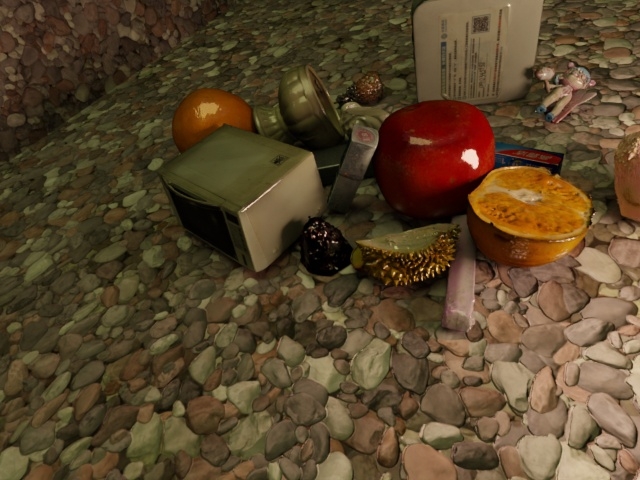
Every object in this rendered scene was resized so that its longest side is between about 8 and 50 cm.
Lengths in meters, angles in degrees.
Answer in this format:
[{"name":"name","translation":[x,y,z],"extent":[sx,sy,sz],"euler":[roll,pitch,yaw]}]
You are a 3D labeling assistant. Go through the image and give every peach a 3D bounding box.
[{"name":"peach","translation":[0.120,0.049,1.147],"extent":[0.077,0.050,0.083],"euler":[-37,32,13]}]

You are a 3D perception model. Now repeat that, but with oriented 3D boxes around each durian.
[{"name":"durian","translation":[0.228,0.033,1.066],"extent":[0.249,0.183,0.138],"euler":[-16,83,24]}]

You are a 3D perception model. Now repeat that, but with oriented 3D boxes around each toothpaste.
[{"name":"toothpaste","translation":[0.533,-0.240,1.293],"extent":[0.320,0.076,0.066],"euler":[20,52,31]}]

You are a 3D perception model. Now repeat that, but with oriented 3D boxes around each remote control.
[{"name":"remote control","translation":[0.147,-0.470,1.668],"extent":[0.078,0.042,0.221],"euler":[-25,45,-10]}]

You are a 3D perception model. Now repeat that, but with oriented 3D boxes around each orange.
[{"name":"orange","translation":[0.472,-0.062,1.012],"extent":[0.274,0.274,0.310],"euler":[6,4,23]},{"name":"orange","translation":[-0.369,-0.384,1.560],"extent":[0.312,0.312,0.312],"euler":[-9,44,9]}]

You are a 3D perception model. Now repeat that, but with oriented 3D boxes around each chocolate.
[{"name":"chocolate","translation":[0.000,0.000,1.178],"extent":[0.156,0.133,0.156],"euler":[-10,45,10]}]

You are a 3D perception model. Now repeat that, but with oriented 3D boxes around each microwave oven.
[{"name":"microwave oven","translation":[-0.232,-0.131,1.298],"extent":[0.394,0.247,0.333],"euler":[26,57,35]}]

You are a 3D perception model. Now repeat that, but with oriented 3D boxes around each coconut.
[{"name":"coconut","translation":[0.801,-0.141,1.005],"extent":[0.233,0.245,0.233],"euler":[-9,6,1]}]

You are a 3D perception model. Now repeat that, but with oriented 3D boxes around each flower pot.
[{"name":"flower pot","translation":[-0.080,-0.431,1.536],"extent":[0.244,0.307,0.307],"euler":[-23,41,17]}]

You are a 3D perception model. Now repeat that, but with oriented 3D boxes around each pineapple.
[{"name":"pineapple","translation":[0.154,-0.598,1.762],"extent":[0.197,0.108,0.108],"euler":[-19,42,15]}]

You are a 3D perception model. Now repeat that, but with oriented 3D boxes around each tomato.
[{"name":"tomato","translation":[0.305,-0.220,1.201],"extent":[0.325,0.293,0.290],"euler":[-7,28,-1]}]

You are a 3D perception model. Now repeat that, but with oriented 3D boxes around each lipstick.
[{"name":"lipstick","translation":[0.084,-0.189,1.232],"extent":[0.076,0.290,0.077],"euler":[13,54,-5]}]

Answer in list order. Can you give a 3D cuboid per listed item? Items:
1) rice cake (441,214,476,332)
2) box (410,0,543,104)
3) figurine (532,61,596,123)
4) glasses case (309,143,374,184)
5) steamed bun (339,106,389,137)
[{"name":"rice cake","translation":[0.344,0.061,1.065],"extent":[0.072,0.056,0.365],"euler":[4,48,18]},{"name":"box","translation":[0.512,-0.648,1.482],"extent":[0.396,0.396,0.111],"euler":[-2,47,14]},{"name":"figurine","translation":[0.776,-0.490,1.442],"extent":[0.205,0.103,0.260],"euler":[40,69,14]},{"name":"glasses case","translation":[0.051,-0.254,1.458],"extent":[0.323,0.074,0.131],"euler":[-9,45,8]},{"name":"steamed bun","translation":[0.152,-0.396,1.514],"extent":[0.182,0.106,0.183],"euler":[-1,27,0]}]
